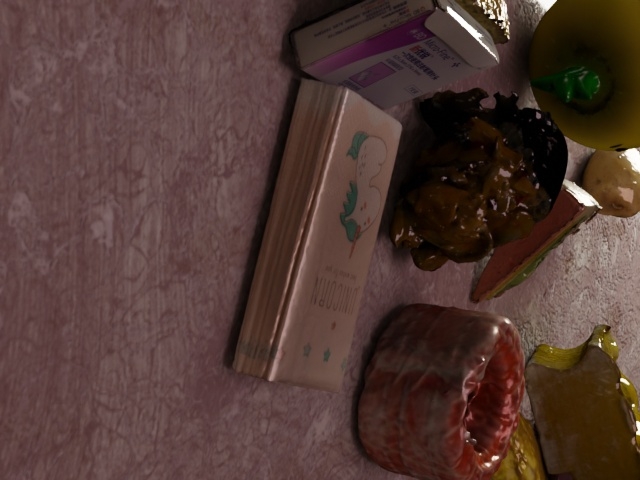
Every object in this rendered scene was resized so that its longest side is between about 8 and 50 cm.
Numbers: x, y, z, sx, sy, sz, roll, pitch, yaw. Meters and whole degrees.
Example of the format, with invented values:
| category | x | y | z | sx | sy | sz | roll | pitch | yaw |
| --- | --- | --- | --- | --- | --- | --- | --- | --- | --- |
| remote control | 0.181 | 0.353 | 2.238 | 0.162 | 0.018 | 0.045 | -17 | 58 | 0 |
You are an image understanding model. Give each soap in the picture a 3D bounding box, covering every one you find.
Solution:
| category | x | y | z | sx | sy | sz | roll | pitch | yaw |
| --- | --- | --- | --- | --- | --- | --- | --- | --- | --- |
| soap | 0.444 | 0.303 | 2.110 | 0.339 | 0.169 | 0.304 | -8 | 83 | -76 |

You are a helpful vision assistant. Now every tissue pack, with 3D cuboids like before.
| category | x | y | z | sx | sy | sz | roll | pitch | yaw |
| --- | --- | --- | --- | --- | --- | --- | --- | --- | --- |
| tissue pack | 0.000 | 0.000 | 1.466 | 0.170 | 0.071 | 0.325 | 19 | 84 | -63 |

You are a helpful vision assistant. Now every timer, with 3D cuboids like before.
| category | x | y | z | sx | sy | sz | roll | pitch | yaw |
| --- | --- | --- | --- | --- | --- | --- | --- | --- | --- |
| timer | 0.410 | -0.248 | 1.927 | 0.285 | 0.285 | 0.285 | -29 | 124 | -54 |

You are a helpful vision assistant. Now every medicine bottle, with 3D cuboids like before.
| category | x | y | z | sx | sy | sz | roll | pitch | yaw |
| --- | --- | --- | --- | --- | --- | --- | --- | --- | --- |
| medicine bottle | 0.085 | -0.212 | 1.444 | 0.201 | 0.171 | 0.052 | 22 | 51 | -62 |

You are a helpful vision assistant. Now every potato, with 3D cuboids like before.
| category | x | y | z | sx | sy | sz | roll | pitch | yaw |
| --- | --- | --- | --- | --- | --- | --- | --- | --- | --- |
| potato | 0.514 | -0.105 | 2.304 | 0.109 | 0.118 | 0.178 | -57 | -176 | 39 |

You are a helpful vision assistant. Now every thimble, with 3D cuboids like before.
| category | x | y | z | sx | sy | sz | roll | pitch | yaw |
| --- | --- | --- | --- | --- | --- | --- | --- | --- | --- |
| thimble | 0.165 | 0.202 | 1.736 | 0.239 | 0.162 | 0.239 | -31 | 127 | -54 |

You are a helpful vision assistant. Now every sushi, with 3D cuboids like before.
| category | x | y | z | sx | sy | sz | roll | pitch | yaw |
| --- | --- | --- | --- | --- | --- | --- | --- | --- | --- |
| sushi | 0.196 | -0.071 | 1.687 | 0.200 | 0.213 | 0.204 | 31 | 56 | -36 |

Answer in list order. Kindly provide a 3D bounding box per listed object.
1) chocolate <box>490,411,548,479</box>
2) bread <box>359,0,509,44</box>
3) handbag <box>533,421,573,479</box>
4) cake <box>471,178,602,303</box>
| category | x | y | z | sx | sy | sz | roll | pitch | yaw |
| --- | --- | --- | --- | --- | --- | --- | --- | --- | --- |
| chocolate | 0.276 | 0.373 | 2.000 | 0.162 | 0.162 | 0.445 | -53 | 141 | -38 |
| bread | 0.135 | -0.295 | 1.516 | 0.229 | 0.143 | 0.139 | 23 | 65 | -66 |
| handbag | 0.438 | 0.363 | 2.370 | 0.203 | 0.074 | 0.216 | -22 | 117 | -57 |
| cake | 0.303 | -0.005 | 1.975 | 0.225 | 0.090 | 0.109 | -46 | 164 | 19 |
